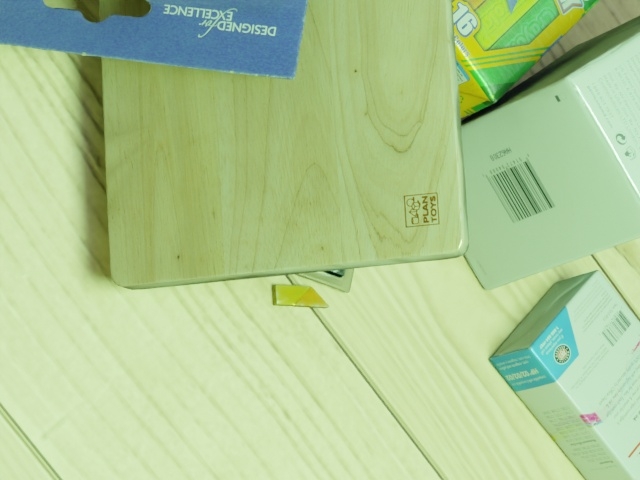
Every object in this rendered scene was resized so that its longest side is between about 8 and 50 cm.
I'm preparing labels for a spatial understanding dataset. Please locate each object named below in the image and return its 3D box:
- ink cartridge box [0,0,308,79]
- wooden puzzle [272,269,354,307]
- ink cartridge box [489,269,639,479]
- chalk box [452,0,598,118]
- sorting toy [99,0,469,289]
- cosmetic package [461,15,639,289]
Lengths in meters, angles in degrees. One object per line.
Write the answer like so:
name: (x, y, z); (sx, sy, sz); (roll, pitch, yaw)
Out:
ink cartridge box: (-0.141, -0.281, 1.379); (0.304, 0.072, 0.307); (7, 69, 7)
wooden puzzle: (0.000, 0.000, 1.513); (0.079, 0.014, 0.116); (15, 70, -27)
ink cartridge box: (0.236, 0.128, 1.592); (0.181, 0.061, 0.104); (51, 59, -10)
chalk box: (0.127, -0.203, 1.569); (0.132, 0.132, 0.213); (51, 59, -11)
sorting toy: (-0.022, -0.099, 1.413); (0.255, 0.089, 0.257); (-6, 80, 14)
cosmetic package: (0.234, -0.087, 1.549); (0.225, 0.224, 0.138); (-34, 96, -32)
